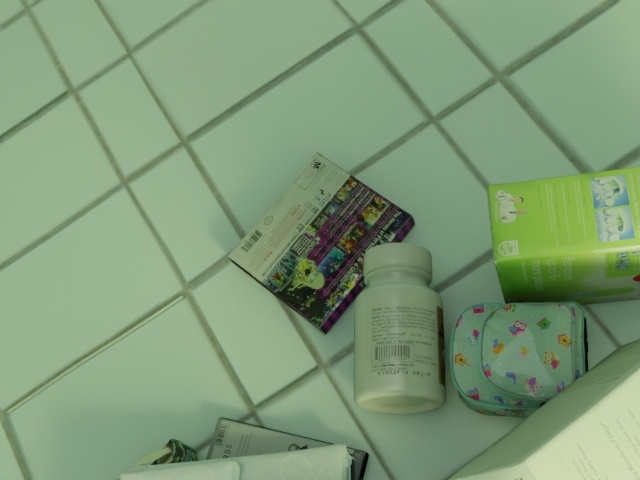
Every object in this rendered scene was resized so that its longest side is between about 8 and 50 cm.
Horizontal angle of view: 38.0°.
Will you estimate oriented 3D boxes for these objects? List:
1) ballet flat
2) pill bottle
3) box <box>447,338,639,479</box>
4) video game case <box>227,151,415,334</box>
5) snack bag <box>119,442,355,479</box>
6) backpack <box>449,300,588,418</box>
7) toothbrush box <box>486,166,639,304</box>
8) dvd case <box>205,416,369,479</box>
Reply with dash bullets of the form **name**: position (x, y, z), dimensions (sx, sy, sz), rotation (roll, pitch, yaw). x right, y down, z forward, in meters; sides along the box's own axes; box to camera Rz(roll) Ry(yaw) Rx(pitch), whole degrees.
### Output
- **ballet flat**: position (-0.273, 0.367, 1.397), dimensions (0.188, 0.070, 0.070), rotation (-41, 62, -9)
- **pill bottle**: position (0.114, 0.127, 1.353), dimensions (0.131, 0.131, 0.229), rotation (-5, 66, 14)
- **box**: position (0.360, 0.271, 1.087), dimensions (0.345, 0.168, 0.215), rotation (-27, 82, -30)
- **video game case**: position (0.000, 0.000, 1.491), dimensions (0.210, 0.042, 0.232), rotation (35, 81, 26)
- **snack bag**: position (-0.113, 0.445, 1.261), dimensions (0.343, 0.037, 0.323), rotation (-7, 57, 6)
- **backpack**: position (0.271, 0.163, 1.288), dimensions (0.188, 0.144, 0.165), rotation (-3, 72, 19)
- **toothbrush box**: position (0.385, 0.000, 1.286), dimensions (0.283, 0.206, 0.122), rotation (-8, 65, 12)
- **dvd case**: position (-0.065, 0.370, 1.358), dimensions (0.239, 0.029, 0.179), rotation (9, 70, 20)
